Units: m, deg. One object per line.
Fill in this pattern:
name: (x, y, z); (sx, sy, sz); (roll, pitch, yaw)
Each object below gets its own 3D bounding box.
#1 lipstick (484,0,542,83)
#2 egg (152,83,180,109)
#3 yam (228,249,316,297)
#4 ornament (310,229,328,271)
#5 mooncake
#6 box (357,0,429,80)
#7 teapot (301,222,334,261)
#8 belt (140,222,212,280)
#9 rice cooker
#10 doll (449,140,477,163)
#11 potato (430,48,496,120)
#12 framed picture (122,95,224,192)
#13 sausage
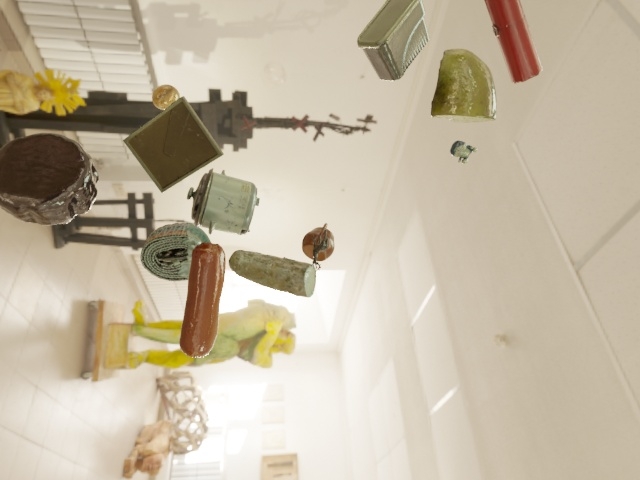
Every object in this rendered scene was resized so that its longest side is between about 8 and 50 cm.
lipstick: (0.420, -0.493, 1.002); (0.279, 0.073, 0.073); (57, 9, -24)
egg: (-0.503, -0.463, 1.455); (0.096, 0.080, 0.080); (-74, 170, -55)
yam: (-0.172, 0.111, 1.631); (0.133, 0.331, 0.133); (16, 90, -89)
ornament: (-0.003, 0.035, 1.363); (0.073, 0.028, 0.125); (-22, -124, 50)
mooncake: (-0.809, -0.176, 1.324); (0.141, 0.283, 0.282); (115, -24, -58)
box: (0.264, -0.707, 1.552); (0.138, 0.274, 0.178); (28, -14, 43)
teapot: (0.000, 0.000, 1.487); (0.173, 0.116, 0.116); (106, -17, -55)
belt: (-0.541, 0.045, 1.711); (0.150, 0.258, 0.207); (-101, -171, -60)
rice cooker: (-0.428, -0.162, 1.947); (0.264, 0.317, 0.316); (140, -49, -63)
doll: (0.502, -0.319, 1.602); (0.076, 0.083, 0.050); (-58, -158, 29)
potato: (0.599, -0.614, 1.771); (0.330, 0.213, 0.279); (-11, 105, -54)
framed picture: (-0.412, -0.258, 1.245); (0.184, 0.250, 0.016); (56, 27, -17)
sausage: (-0.300, 0.154, 1.147); (0.083, 0.089, 0.299); (-6, 104, -82)
